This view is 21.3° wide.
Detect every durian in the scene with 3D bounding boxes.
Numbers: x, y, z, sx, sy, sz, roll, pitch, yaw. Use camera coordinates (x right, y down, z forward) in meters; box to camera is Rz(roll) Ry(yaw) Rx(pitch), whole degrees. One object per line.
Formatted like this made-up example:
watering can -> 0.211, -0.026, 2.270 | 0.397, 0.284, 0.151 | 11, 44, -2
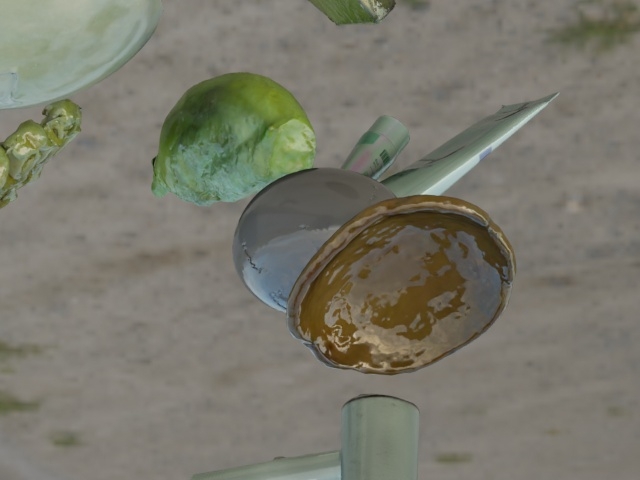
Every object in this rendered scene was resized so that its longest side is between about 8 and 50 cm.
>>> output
durian -> -0.102, -0.112, 1.850 | 0.250, 0.139, 0.101 | 0, 161, 45

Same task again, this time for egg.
egg -> -0.231, -0.187, 1.242 | 0.217, 0.183, 0.183 | -13, 168, -24
egg -> 0.000, 0.000, 1.685 | 0.146, 0.146, 0.199 | 17, 154, -40

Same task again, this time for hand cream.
hand cream -> 0.037, -0.069, 1.920 | 0.047, 0.174, 0.076 | 29, 151, 17
hand cream -> 0.130, -0.082, 1.910 | 0.321, 0.067, 0.109 | -38, -166, -27

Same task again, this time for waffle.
waffle -> -0.387, -0.051, 1.839 | 0.317, 0.073, 0.297 | -33, -172, -21

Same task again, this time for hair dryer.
hair dryer -> -0.024, 0.224, 1.565 | 0.236, 0.131, 0.073 | -10, 146, 20

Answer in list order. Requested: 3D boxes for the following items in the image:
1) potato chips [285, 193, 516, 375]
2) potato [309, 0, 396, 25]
potato chips -> 0.068, 0.030, 1.473 | 0.195, 0.062, 0.208 | 7, 128, -14
potato -> 0.014, -0.260, 1.625 | 0.119, 0.054, 0.198 | 55, 170, -29
